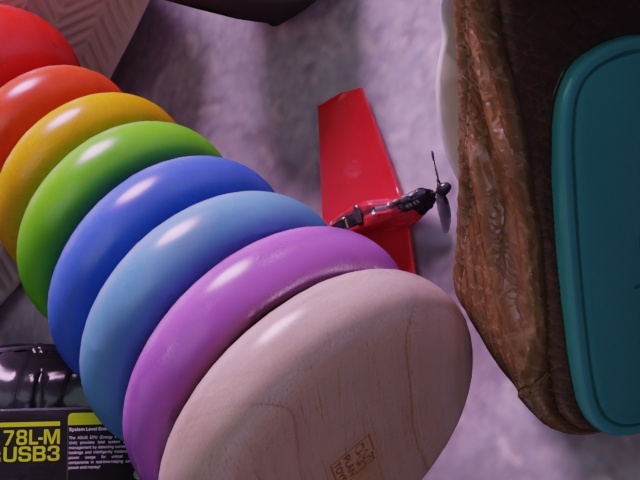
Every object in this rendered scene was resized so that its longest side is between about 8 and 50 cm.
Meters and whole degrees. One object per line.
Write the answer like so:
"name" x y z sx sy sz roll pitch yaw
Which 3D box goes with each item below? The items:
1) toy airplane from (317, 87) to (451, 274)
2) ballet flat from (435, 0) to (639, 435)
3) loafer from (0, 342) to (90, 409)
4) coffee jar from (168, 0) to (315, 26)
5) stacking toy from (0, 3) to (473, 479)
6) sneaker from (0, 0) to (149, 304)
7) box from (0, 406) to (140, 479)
"toy airplane" 0.000 0.000 0.591 0.151 0.028 0.151 -9 76 38
"ballet flat" 0.084 -0.095 0.435 0.124 0.116 0.342 34 136 55
"loafer" -0.148 0.094 0.659 0.223 0.078 0.076 -2 79 39
"coffee jar" -0.049 -0.206 0.633 0.079 0.096 0.184 -25 64 48
"stacking toy" -0.088 -0.006 0.551 0.330 0.141 0.141 41 107 36
"sneaker" -0.218 -0.086 0.741 0.350 0.131 0.148 -53 40 16
"box" -0.092 0.166 0.546 0.191 0.045 0.184 -1 74 -6
